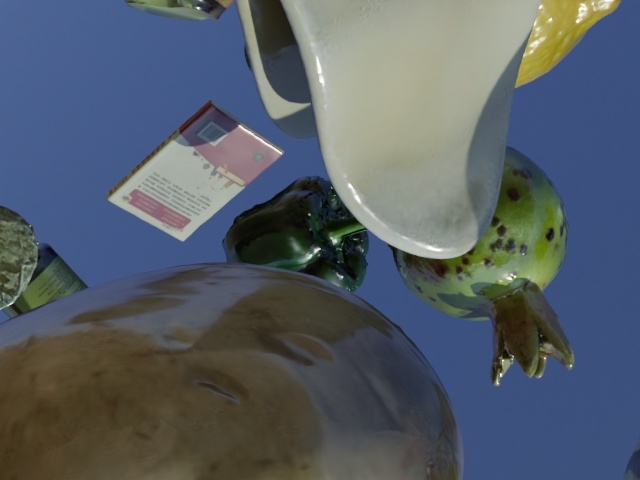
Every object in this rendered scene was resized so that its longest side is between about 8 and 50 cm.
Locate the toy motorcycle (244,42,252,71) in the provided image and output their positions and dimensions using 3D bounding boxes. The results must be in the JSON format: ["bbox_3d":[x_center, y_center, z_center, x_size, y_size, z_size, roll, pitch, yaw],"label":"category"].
[{"bbox_3d":[0.040,-0.262,1.350,0.272,0.123,0.182,1,-88,25],"label":"toy motorcycle"}]

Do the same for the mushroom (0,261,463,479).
[{"bbox_3d":[-0.064,0.101,0.532,0.254,0.255,0.184,-16,-77,31],"label":"mushroom"}]

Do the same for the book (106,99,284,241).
[{"bbox_3d":[-0.189,-0.102,1.926,0.232,0.162,0.022,-39,-137,22],"label":"book"}]

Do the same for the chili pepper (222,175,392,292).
[{"bbox_3d":[0.000,0.000,1.736,0.261,0.174,0.165,-20,-160,22],"label":"chili pepper"}]

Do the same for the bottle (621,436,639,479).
[{"bbox_3d":[0.217,0.234,0.681,0.229,0.229,0.352,32,-81,42],"label":"bottle"}]

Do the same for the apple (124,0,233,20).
[{"bbox_3d":[-0.179,-0.357,1.496,0.174,0.188,0.207,-40,-143,27],"label":"apple"}]

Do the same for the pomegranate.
[{"bbox_3d":[0.201,0.028,1.519,0.230,0.231,0.286,-17,-90,31],"label":"pomegranate"}]

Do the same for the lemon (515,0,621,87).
[{"bbox_3d":[0.122,-0.233,1.040,0.253,0.228,0.228,43,-83,24],"label":"lemon"}]

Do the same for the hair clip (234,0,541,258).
[{"bbox_3d":[0.025,-0.127,0.584,0.172,0.282,0.113,-30,-137,-29],"label":"hair clip"}]

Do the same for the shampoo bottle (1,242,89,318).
[{"bbox_3d":[-0.301,0.135,1.651,0.101,0.284,0.101,-39,-167,11],"label":"shampoo bottle"}]

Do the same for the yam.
[{"bbox_3d":[-0.313,0.019,1.093,0.183,0.107,0.107,-8,-120,66],"label":"yam"}]
